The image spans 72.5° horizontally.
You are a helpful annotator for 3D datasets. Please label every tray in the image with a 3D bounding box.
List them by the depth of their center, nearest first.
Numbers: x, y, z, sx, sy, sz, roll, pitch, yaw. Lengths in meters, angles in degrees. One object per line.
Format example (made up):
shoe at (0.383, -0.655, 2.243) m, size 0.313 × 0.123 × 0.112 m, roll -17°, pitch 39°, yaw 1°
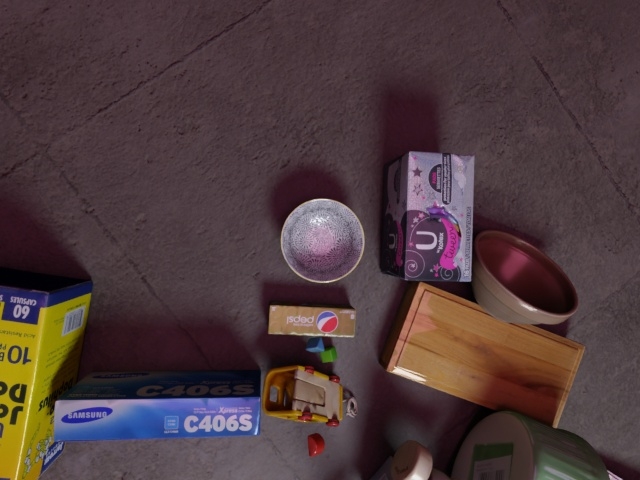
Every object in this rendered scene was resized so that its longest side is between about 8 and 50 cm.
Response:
tray at (0.358, 0.252, 0.964) m, size 0.411 × 0.076 × 0.203 m, roll 21°, pitch 88°, yaw -8°

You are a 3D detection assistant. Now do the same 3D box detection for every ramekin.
ramekin at (0.389, 0.493, 0.858) m, size 0.148 × 0.303 × 0.303 m, roll 28°, pitch 87°, yaw -4°

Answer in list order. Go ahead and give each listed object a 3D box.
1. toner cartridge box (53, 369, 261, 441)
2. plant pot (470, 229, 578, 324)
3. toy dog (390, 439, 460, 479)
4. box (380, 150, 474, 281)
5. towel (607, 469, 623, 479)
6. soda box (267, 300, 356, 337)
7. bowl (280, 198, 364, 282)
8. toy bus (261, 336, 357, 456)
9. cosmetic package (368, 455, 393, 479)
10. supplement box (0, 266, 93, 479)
toner cartridge box at (-0.289, 0.309, 0.836) m, size 0.347 × 0.165 × 0.075 m, roll 2°, pitch 89°, yaw -8°
plant pot at (0.402, 0.096, 0.923) m, size 0.237 × 0.237 × 0.110 m, roll 22°, pitch 127°, yaw -7°
toy dog at (0.155, 0.542, 0.772) m, size 0.220 × 0.161 × 0.334 m, roll 17°, pitch 91°, yaw -5°
box at (0.213, -0.045, 0.896) m, size 0.142 × 0.163 × 0.247 m, roll 1°, pitch 90°, yaw -9°
towel at (0.667, 0.726, 0.971) m, size 0.317 × 0.053 × 0.332 m, roll 31°, pitch 85°, yaw 15°
soda box at (-0.020, 0.166, 0.922) m, size 0.181 × 0.058 × 0.061 m, roll 4°, pitch 90°, yaw -7°
bowl at (0.000, 0.000, 0.911) m, size 0.170 × 0.080 × 0.170 m, roll 0°, pitch 91°, yaw -8°
toy bus at (-0.030, 0.322, 0.892) m, size 0.104 × 0.191 × 0.202 m, roll -15°, pitch 100°, yaw 30°
cosmetic package at (0.214, 0.597, 0.923) m, size 0.238 × 0.127 × 0.107 m, roll 43°, pitch 87°, yaw -7°
supplement box at (-0.571, 0.240, 0.783) m, size 0.194 × 0.195 × 0.357 m, roll 9°, pitch 90°, yaw -7°
